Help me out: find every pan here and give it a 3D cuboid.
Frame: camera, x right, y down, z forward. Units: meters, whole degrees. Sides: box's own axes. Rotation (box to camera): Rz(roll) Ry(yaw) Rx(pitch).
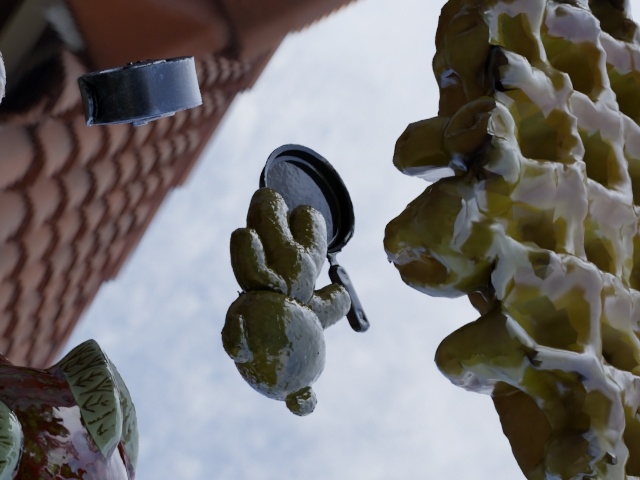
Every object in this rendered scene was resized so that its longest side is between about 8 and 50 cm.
[{"bbox_3d":[0.000,0.000,1.725,0.028,0.136,0.235,-36,-114,39],"label":"pan"}]

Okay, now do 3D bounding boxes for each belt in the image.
[{"bbox_3d":[-0.233,-0.191,2.003,0.141,0.190,0.082,-7,-80,19],"label":"belt"}]

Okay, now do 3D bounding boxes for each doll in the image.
[{"bbox_3d":[-0.042,0.051,1.390,0.097,0.137,0.209,-27,-141,33],"label":"doll"}]

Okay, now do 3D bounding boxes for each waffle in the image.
[{"bbox_3d":[0.144,0.030,0.636,0.062,0.329,0.329,-28,-133,34],"label":"waffle"}]

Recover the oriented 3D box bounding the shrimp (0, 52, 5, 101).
[{"bbox_3d":[-0.383,-0.201,1.415,0.068,0.249,0.150,-21,-134,33],"label":"shrimp"}]

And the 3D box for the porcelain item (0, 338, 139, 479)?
[{"bbox_3d":[-0.265,0.160,1.220,0.253,0.253,0.253,-29,-134,35],"label":"porcelain item"}]
